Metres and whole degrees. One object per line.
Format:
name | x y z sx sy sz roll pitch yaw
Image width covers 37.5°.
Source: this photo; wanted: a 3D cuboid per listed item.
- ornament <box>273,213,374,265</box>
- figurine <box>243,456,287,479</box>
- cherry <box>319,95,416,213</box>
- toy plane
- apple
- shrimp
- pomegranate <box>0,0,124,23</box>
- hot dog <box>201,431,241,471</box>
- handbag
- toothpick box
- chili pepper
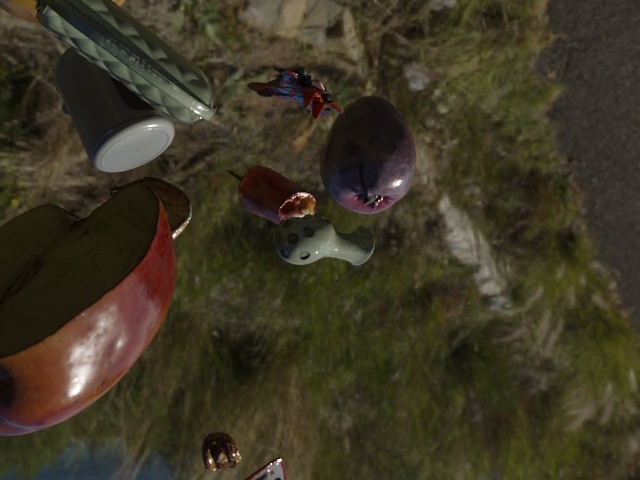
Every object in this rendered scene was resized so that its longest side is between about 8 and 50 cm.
ornament | 0.000 0.000 1.418 0.156 0.081 0.075 6 161 -35
figurine | -0.063 0.534 1.639 0.183 0.226 0.160 -32 137 -26
cherry | 0.091 -0.155 1.815 0.184 0.266 0.213 15 156 -16
toy plane | -0.051 -0.250 1.550 0.189 0.061 0.130 26 168 42
apple | -0.358 0.077 1.214 0.295 0.365 0.328 30 131 -5
shrimp | -0.311 -0.026 1.550 0.195 0.148 0.035 -47 163 -17
pomegranate | -0.405 -0.464 1.434 0.281 0.281 0.281 -4 155 -2
hot dog | -0.152 0.327 1.442 0.058 0.035 0.083 -15 136 -6
handbag | -0.237 -0.228 1.155 0.256 0.219 0.079 35 96 -22
toothpick box | -0.505 -0.333 2.213 0.229 0.316 0.229 -27 165 -8
chili pepper | -0.100 -0.086 1.627 0.192 0.084 0.086 30 177 31
